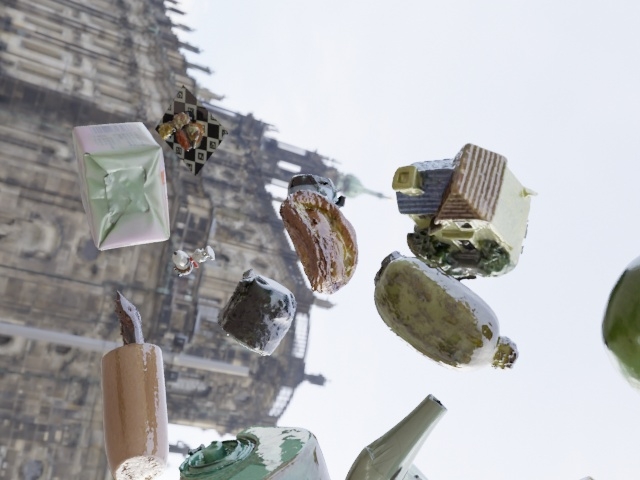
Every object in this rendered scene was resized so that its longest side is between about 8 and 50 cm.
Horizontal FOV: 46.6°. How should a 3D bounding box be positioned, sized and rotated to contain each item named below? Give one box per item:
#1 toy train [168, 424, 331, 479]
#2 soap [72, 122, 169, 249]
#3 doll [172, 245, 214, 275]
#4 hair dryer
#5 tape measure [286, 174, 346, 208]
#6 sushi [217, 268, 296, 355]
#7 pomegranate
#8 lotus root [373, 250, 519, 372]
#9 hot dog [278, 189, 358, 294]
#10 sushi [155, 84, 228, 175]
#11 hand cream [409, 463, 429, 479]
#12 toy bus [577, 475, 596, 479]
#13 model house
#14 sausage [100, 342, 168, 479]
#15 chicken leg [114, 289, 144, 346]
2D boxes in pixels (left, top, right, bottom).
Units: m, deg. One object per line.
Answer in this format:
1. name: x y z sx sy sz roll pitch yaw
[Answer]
1. toy train: -0.102 0.261 0.607 0.159 0.326 0.129 -8 -79 46
2. soap: -0.364 -0.105 1.353 0.199 0.138 0.182 -136 -138 -58
3. doll: -0.246 0.037 1.438 0.058 0.085 0.040 84 -3 -49
4. hair dryer: 0.167 0.360 1.237 0.219 0.224 0.088 -67 -155 14
5. tape measure: -0.014 -0.081 1.294 0.091 0.094 0.054 0 -106 30
6. sushi: -0.115 0.133 1.393 0.127 0.124 0.225 -59 -175 -5
7. pomegranate: 0.600 0.132 1.154 0.309 0.216 0.359 -42 -149 14
8. lotus root: 0.230 0.143 1.393 0.309 0.173 0.173 37 -65 22
9. hot dog: -0.001 0.000 0.999 0.065 0.099 0.147 -18 -86 41
10. sushi: -0.244 -0.196 1.349 0.126 0.026 0.120 48 -57 8
11. hand cream: 0.215 0.572 1.865 0.050 0.205 0.078 -54 -156 -16
12. toy bus: 0.349 0.420 1.029 0.121 0.335 0.123 -42 -107 25
13. model house: 0.315 -0.072 1.785 0.321 0.266 0.261 0 -119 36
14. sausage: -0.355 0.334 1.426 0.123 0.123 0.253 -45 -131 45
15. chicken leg: -0.482 0.245 1.889 0.105 0.063 0.234 105 -28 -69
